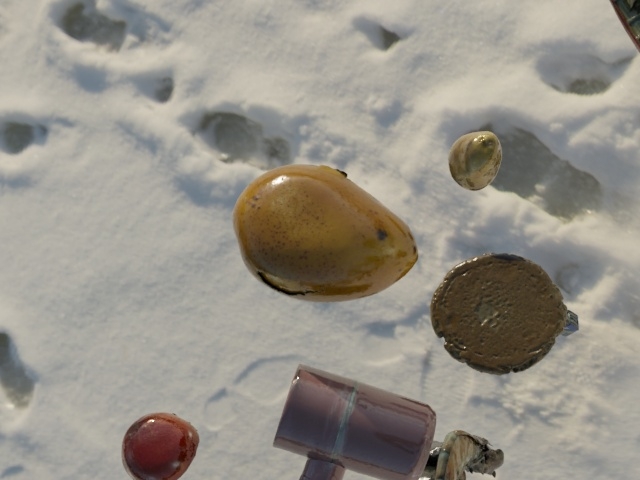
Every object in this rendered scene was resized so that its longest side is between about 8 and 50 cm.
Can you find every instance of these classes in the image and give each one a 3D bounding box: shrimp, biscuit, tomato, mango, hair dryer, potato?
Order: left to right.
[{"bbox_3d":[-0.292,0.357,1.524,0.159,0.091,0.139,6,53,51],"label":"tomato"},{"bbox_3d":[0.000,0.000,1.291,0.290,0.160,0.191,16,62,16],"label":"mango"},{"bbox_3d":[0.015,0.373,1.232,0.210,0.125,0.352,17,86,1],"label":"hair dryer"},{"bbox_3d":[0.164,0.288,0.963,0.035,0.195,0.148,-5,73,29],"label":"shrimp"},{"bbox_3d":[0.182,-0.096,1.017,0.062,0.083,0.068,-22,77,-2],"label":"potato"},{"bbox_3d":[0.298,0.123,1.467,0.226,0.042,0.226,-3,70,9],"label":"biscuit"}]

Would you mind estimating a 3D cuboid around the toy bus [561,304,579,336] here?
[{"bbox_3d":[0.510,0.166,1.954,0.061,0.153,0.051,-51,22,43],"label":"toy bus"}]

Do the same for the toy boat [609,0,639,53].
[{"bbox_3d":[0.538,-0.364,1.386,0.079,0.136,0.392,-18,66,-9],"label":"toy boat"}]

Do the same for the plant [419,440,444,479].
[{"bbox_3d":[0.254,0.540,1.948,0.142,0.256,0.164,-19,97,17],"label":"plant"}]
